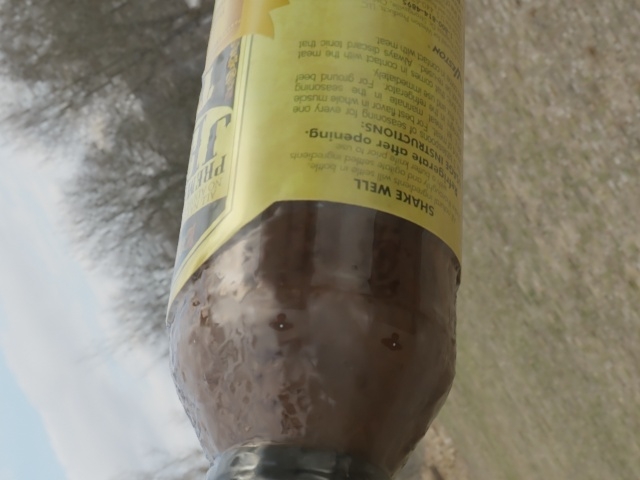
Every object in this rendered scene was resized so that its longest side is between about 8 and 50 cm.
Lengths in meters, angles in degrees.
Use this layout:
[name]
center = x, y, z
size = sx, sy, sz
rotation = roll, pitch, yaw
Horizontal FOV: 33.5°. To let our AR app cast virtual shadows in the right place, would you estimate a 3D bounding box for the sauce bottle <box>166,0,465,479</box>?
[sauce bottle]
center = 0.000, 0.000, 0.407
size = 0.111, 0.111, 0.344
rotation = 61, -151, -54
